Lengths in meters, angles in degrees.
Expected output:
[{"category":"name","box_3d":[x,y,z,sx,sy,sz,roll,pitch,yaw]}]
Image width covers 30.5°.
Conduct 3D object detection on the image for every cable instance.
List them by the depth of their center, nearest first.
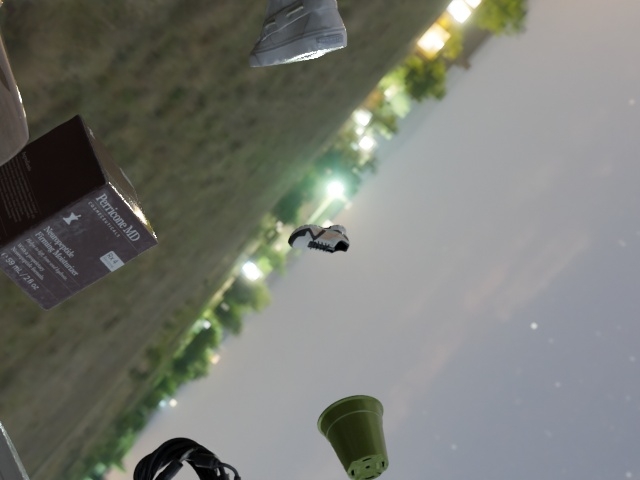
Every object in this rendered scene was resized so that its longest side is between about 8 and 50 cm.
[{"category":"cable","box_3d":[-0.169,0.325,1.361,0.047,0.150,0.184,15,90,-58]}]

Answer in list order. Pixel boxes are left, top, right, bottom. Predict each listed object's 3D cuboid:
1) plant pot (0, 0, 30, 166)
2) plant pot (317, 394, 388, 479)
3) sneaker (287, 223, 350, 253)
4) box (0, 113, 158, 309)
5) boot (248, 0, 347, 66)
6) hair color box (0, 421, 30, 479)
[{"category":"plant pot","box_3d":[-0.485,-0.193,1.481,0.263,0.229,0.263,-20,-155,10]},{"category":"plant pot","box_3d":[0.046,0.240,1.394,0.083,0.083,0.079,-49,-140,26]},{"category":"sneaker","box_3d":[0.000,0.000,1.880,0.109,0.044,0.040,-5,138,-27]},{"category":"box","box_3d":[-0.386,-0.040,1.751,0.203,0.167,0.168,-31,140,1]},{"category":"boot","box_3d":[-0.041,-0.323,1.695,0.095,0.123,0.258,-14,-174,-26]},{"category":"hair color box","box_3d":[-0.356,0.356,1.234,0.174,0.347,0.105,-26,141,-15]}]
